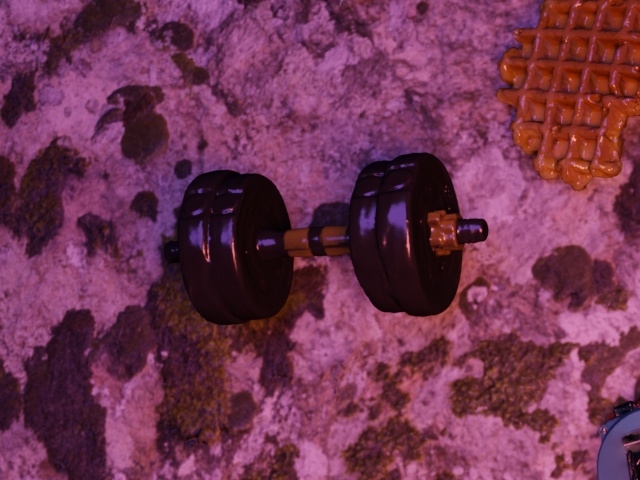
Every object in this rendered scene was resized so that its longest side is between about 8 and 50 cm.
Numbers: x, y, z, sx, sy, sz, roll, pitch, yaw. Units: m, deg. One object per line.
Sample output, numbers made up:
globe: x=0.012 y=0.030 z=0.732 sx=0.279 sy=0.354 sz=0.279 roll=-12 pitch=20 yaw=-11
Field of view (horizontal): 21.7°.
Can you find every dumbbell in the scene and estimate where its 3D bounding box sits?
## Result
dumbbell: x=0.000 y=0.000 z=1.873 sx=0.388 sy=0.185 sz=0.185 roll=-5 pitch=70 yaw=23

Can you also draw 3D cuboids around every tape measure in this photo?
tape measure: x=0.347 y=0.228 z=1.697 sx=0.125 sy=0.081 sz=0.146 roll=-23 pitch=63 yaw=27

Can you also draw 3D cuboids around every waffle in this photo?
waffle: x=0.317 y=-0.189 z=1.853 sx=0.253 sy=0.056 sz=0.249 roll=-27 pitch=60 yaw=25

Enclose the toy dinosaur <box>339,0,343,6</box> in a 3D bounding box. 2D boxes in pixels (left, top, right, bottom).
toy dinosaur: x=0.069 y=-0.307 z=2.045 sx=0.062 sy=0.021 sz=0.083 roll=32 pitch=86 yaw=17
